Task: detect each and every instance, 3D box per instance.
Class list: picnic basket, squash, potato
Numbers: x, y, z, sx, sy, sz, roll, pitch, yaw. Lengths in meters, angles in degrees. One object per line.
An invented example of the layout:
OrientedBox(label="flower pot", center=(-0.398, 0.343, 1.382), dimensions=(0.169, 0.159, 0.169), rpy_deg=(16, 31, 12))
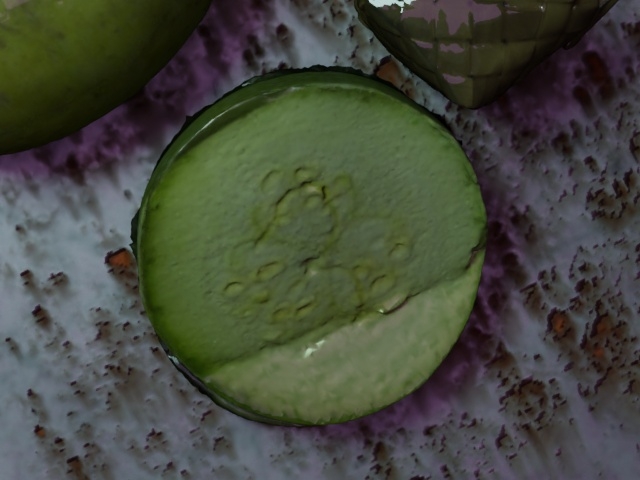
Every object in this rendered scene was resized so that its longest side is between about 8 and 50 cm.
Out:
OrientedBox(label="picnic basket", center=(0.109, -0.164, 0.980), dimensions=(0.128, 0.138, 0.178), rpy_deg=(39, 95, -6))
OrientedBox(label="squash", center=(0.001, 0.009, 0.993), dimensions=(0.220, 0.133, 0.220), rpy_deg=(-1, 98, -9))
OrientedBox(label="potato", center=(-0.173, -0.149, 0.951), dimensions=(0.197, 0.148, 0.228), rpy_deg=(41, 91, -19))
